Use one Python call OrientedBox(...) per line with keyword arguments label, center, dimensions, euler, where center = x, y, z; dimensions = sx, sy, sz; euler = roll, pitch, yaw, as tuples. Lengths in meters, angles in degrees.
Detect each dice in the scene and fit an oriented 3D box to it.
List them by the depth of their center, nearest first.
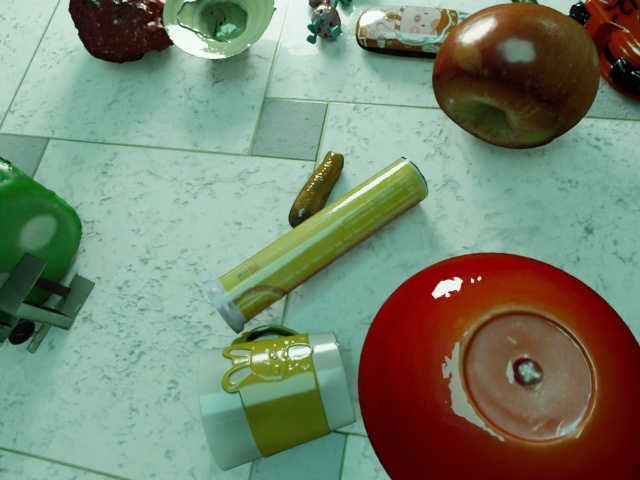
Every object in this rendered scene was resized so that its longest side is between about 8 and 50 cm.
OrientedBox(label="dice", center=(-0.667, -0.017, 0.868), dimensions=(0.297, 0.287, 0.300), euler=(23, 76, 17))

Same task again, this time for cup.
OrientedBox(label="cup", center=(-0.072, 0.224, 0.757), dimensions=(0.226, 0.185, 0.241), euler=(-13, 37, -1))

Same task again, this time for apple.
OrientedBox(label="apple", center=(0.341, -0.293, 0.822), dimensions=(0.272, 0.251, 0.206), euler=(26, 85, 31))

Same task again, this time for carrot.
OrientedBox(label="carrot", center=(-0.006, -0.099, 0.913), dimensions=(0.060, 0.060, 0.186), euler=(23, 71, 16))

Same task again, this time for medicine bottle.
OrientedBox(label="medicine bottle", center=(0.000, 0.000, 0.834), dimensions=(0.426, 0.108, 0.108), euler=(-34, 68, -8))

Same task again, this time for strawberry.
OrientedBox(label="strawberry", center=(-0.456, -0.543, 1.065), dimensions=(0.274, 0.220, 0.274), euler=(-3, 73, 10))

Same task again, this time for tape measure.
OrientedBox(label="tape measure", center=(0.640, -0.381, 0.881), dimensions=(0.253, 0.114, 0.260), euler=(-21, 71, 1))

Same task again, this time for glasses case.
OrientedBox(label="glasses case", center=(0.207, -0.446, 0.999), dimensions=(0.267, 0.067, 0.103), euler=(9, 73, 13))

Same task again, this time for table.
OrientedBox(label="table", center=(-0.529, 0.128, 0.866), dimensions=(0.063, 0.146, 0.175), euler=(21, 75, 16))

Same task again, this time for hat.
OrientedBox(label="hat", center=(-0.217, -0.491, 1.064), dimensions=(0.252, 0.110, 0.251), euler=(-1, 76, 3))

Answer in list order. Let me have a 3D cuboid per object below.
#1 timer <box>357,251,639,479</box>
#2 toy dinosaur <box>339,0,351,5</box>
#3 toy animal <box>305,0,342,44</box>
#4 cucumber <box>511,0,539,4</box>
OrientedBox(label="timer", center=(0.241, 0.201, 0.645), dimensions=(0.378, 0.279, 0.377), euler=(-2, 68, 6))
OrientedBox(label="toy dinosaur", center=(0.078, -0.615, 1.094), dimensions=(0.096, 0.059, 0.132), euler=(-13, 71, 17))
OrientedBox(label="toy animal", center=(0.009, -0.526, 1.044), dimensions=(0.103, 0.100, 0.208), euler=(-33, 46, 43))
OrientedBox(label="cucumber", center=(0.433, -0.527, 1.010), dimensions=(0.037, 0.037, 0.155), euler=(-24, 66, 0))
